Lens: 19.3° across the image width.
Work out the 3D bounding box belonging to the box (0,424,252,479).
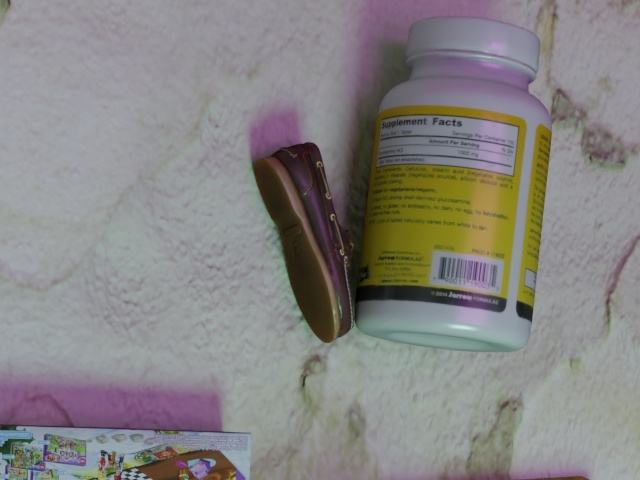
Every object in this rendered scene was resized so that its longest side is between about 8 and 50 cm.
[{"bbox_3d":[-0.204,0.278,1.795,0.293,0.057,0.201,7,83,-35],"label":"box"}]

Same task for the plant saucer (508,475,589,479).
[{"bbox_3d":[0.205,0.433,2.068,0.332,0.081,0.333,2,86,-36],"label":"plant saucer"}]

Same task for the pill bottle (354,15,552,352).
[{"bbox_3d":[0.145,-0.058,1.986,0.188,0.188,0.334,13,80,-34],"label":"pill bottle"}]

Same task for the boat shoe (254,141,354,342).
[{"bbox_3d":[0.000,0.000,1.948,0.073,0.073,0.207,-22,100,-33],"label":"boat shoe"}]
